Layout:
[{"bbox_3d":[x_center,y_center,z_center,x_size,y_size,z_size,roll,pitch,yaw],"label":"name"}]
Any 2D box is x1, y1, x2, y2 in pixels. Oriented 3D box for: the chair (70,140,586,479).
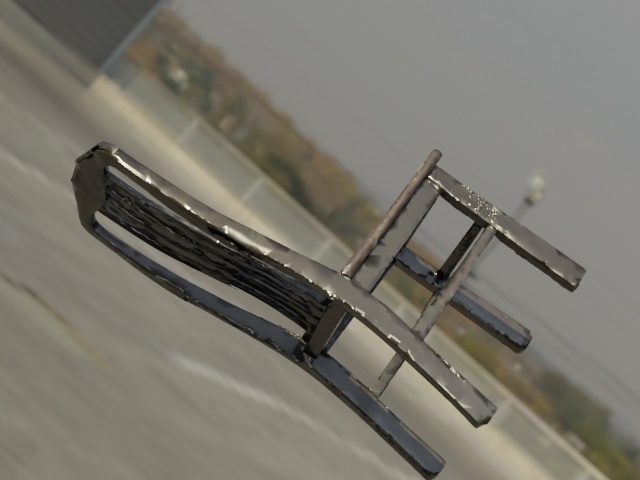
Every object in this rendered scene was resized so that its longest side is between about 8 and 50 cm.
[{"bbox_3d":[0.000,0.000,0.800,0.212,0.101,0.084,36,-32,4],"label":"chair"}]
